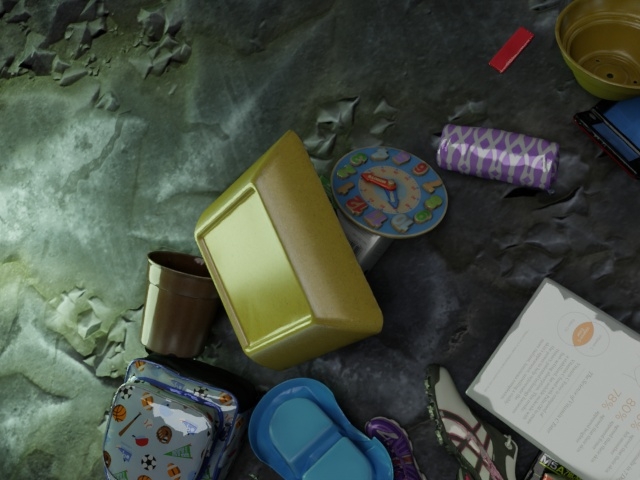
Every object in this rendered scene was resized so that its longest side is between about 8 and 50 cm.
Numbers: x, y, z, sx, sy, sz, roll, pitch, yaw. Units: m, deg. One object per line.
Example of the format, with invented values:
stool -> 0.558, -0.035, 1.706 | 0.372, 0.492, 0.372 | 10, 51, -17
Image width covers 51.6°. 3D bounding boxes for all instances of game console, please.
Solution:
game console -> 0.494, -0.179, 1.047 | 0.144, 0.124, 0.085 | 50, 128, 17

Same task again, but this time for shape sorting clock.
shape sorting clock -> 0.119, -0.088, 1.133 | 0.206, 0.040, 0.206 | 4, 55, -5

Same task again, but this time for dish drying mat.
dish drying mat -> 0.334, -0.333, 1.156 | 0.032, 0.008, 0.083 | 44, 100, 19

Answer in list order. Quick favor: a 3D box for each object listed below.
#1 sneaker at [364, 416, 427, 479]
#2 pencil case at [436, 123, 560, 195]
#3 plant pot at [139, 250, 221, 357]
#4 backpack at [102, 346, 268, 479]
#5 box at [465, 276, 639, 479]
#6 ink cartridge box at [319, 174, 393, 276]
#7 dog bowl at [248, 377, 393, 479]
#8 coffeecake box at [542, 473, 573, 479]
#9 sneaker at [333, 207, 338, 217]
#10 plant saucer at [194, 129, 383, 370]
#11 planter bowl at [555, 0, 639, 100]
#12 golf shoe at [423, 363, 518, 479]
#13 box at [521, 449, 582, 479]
sneaker -> 0.131, 0.379, 1.124 | 0.068, 0.071, 0.170 | -35, 74, 13
pencil case -> 0.298, -0.141, 1.107 | 0.206, 0.088, 0.086 | 17, 94, 19
plant pot -> -0.264, 0.122, 1.249 | 0.167, 0.167, 0.165 | 19, 99, 20
backpack -> -0.265, 0.359, 1.204 | 0.276, 0.213, 0.263 | 19, 102, 17
box -> 0.427, 0.238, 0.983 | 0.345, 0.168, 0.215 | 35, 96, 20
ink cartridge box -> 0.009, 0.020, 1.190 | 0.160, 0.092, 0.219 | 40, 98, 18
dog bowl -> 0.005, 0.364, 1.112 | 0.166, 0.074, 0.297 | -40, 48, -13
coffeecake box -> 0.363, 0.461, 0.959 | 0.142, 0.068, 0.185 | 26, 94, 52
sneaker -> 0.000, 0.000, 1.104 | 0.106, 0.078, 0.234 | -44, 71, 13
plant saucer -> -0.085, 0.044, 1.072 | 0.333, 0.081, 0.333 | -34, 79, 51
planter bowl -> 0.469, -0.287, 1.042 | 0.217, 0.090, 0.217 | -1, 58, 1
golf shoe -> 0.250, 0.323, 1.074 | 0.120, 0.105, 0.273 | -21, 72, 5
box -> 0.392, 0.452, 1.041 | 0.191, 0.045, 0.184 | 29, 92, 20
